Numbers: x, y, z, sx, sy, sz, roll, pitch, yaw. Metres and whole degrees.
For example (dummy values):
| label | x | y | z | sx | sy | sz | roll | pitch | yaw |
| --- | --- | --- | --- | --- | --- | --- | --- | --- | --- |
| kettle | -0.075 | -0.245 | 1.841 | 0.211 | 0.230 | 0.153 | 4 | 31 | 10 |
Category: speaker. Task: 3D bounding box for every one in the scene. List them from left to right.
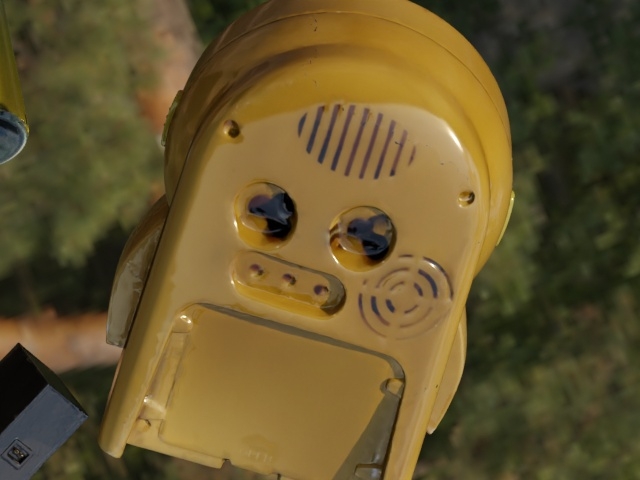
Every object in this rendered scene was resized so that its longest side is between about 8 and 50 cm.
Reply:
| label | x | y | z | sx | sy | sz | roll | pitch | yaw |
| --- | --- | --- | --- | --- | --- | --- | --- | --- | --- |
| speaker | -0.260 | 0.174 | 1.342 | 0.218 | 0.044 | 0.082 | -47 | -148 | -4 |

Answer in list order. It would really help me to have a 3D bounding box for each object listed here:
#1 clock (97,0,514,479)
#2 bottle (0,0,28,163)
| label | x | y | z | sx | sy | sz | roll | pitch | yaw |
| --- | --- | --- | --- | --- | --- | --- | --- | --- | --- |
| clock | 0.000 | 0.000 | 1.271 | 0.244 | 0.317 | 0.200 | 16 | -154 | -7 |
| bottle | -0.304 | -0.195 | 1.615 | 0.082 | 0.286 | 0.082 | -12 | 149 | -7 |
